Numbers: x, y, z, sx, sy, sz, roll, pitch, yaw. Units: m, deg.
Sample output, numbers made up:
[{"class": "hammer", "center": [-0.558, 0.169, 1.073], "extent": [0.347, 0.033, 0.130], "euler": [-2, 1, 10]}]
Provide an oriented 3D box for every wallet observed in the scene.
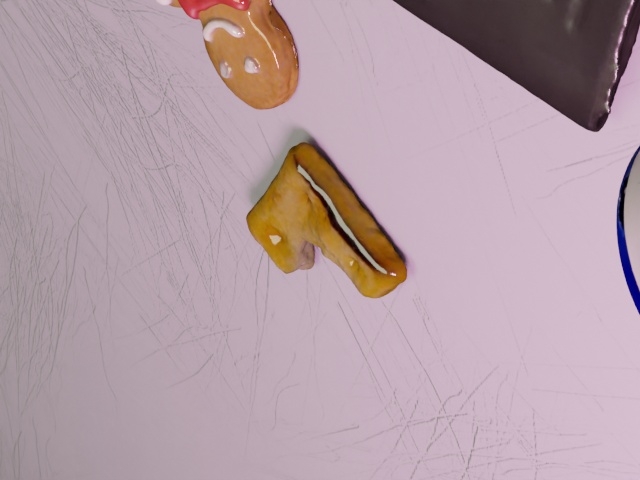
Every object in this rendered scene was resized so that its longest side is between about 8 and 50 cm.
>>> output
[{"class": "wallet", "center": [0.101, -0.247, 1.187], "extent": [0.377, 0.051, 0.197], "euler": [39, 142, 25]}]

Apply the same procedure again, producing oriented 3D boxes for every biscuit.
[{"class": "biscuit", "center": [-0.113, -0.278, 1.464], "extent": [0.216, 0.047, 0.340], "euler": [10, 125, 52]}, {"class": "biscuit", "center": [0.000, 0.000, 1.566], "extent": [0.174, 0.039, 0.183], "euler": [52, 149, 4]}]

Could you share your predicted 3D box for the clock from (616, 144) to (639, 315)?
[{"class": "clock", "center": [0.302, 0.003, 0.957], "extent": [0.230, 0.230, 0.083], "euler": [53, 145, 7]}]
